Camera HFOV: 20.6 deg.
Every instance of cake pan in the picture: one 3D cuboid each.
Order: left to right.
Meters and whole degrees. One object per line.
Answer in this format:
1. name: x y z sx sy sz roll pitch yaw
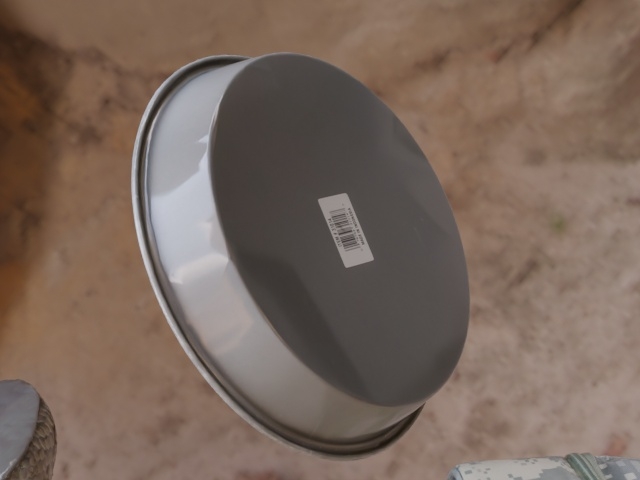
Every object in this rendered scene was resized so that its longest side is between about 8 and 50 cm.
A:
1. cake pan: 0.000 0.000 1.177 0.054 0.293 0.293 -26 40 37

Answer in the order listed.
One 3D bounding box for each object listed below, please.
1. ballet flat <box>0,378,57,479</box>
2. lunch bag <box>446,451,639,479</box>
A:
1. ballet flat: -0.140 0.139 0.654 0.084 0.058 0.250 -21 29 11
2. lunch bag: 0.203 0.290 1.121 0.212 0.256 0.305 -119 30 -62
